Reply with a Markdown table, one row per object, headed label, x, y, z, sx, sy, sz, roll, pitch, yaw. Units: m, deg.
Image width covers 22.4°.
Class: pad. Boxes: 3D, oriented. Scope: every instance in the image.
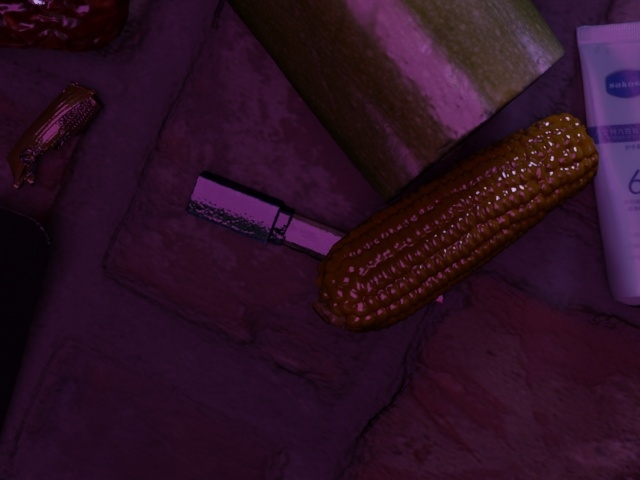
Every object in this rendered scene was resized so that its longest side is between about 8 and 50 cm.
| label | x | y | z | sx | sy | sz | roll | pitch | yaw |
| --- | --- | --- | --- | --- | --- | --- | --- | --- | --- |
| pad | -0.494 | 0.089 | 1.936 | 0.315 | 0.063 | 0.375 | 21 | 109 | 3 |

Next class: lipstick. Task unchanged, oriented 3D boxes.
| label | x | y | z | sx | sy | sz | roll | pitch | yaw |
| --- | --- | --- | --- | --- | --- | --- | --- | --- | --- |
| lipstick | 0.000 | 0.000 | 1.856 | 0.312 | 0.051 | 0.051 | 21 | 98 | 1 |

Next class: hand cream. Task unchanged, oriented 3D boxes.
| label | x | y | z | sx | sy | sz | roll | pitch | yaw |
| --- | --- | --- | --- | --- | --- | --- | --- | --- | --- |
| hand cream | 0.352 | -0.084 | 1.811 | 0.109 | 0.067 | 0.321 | -4 | 89 | 8 |

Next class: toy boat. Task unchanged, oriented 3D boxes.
| label | x | y | z | sx | sy | sz | roll | pitch | yaw |
| --- | --- | --- | --- | --- | --- | --- | --- | --- | --- |
| toy boat | -0.312 | -0.120 | 1.875 | 0.049 | 0.047 | 0.149 | 43 | 99 | 0 |

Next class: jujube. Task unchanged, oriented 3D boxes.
| label | x | y | z | sx | sy | sz | roll | pitch | yaw |
| --- | --- | --- | --- | --- | --- | --- | --- | --- | --- |
| jujube | -0.329 | -0.287 | 1.809 | 0.230 | 0.155 | 0.155 | 9 | 98 | -1 |

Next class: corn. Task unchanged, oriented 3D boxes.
| label | x | y | z | sx | sy | sz | roll | pitch | yaw |
| --- | --- | --- | --- | --- | --- | --- | --- | --- | --- |
| corn | 0.147 | -0.020 | 1.778 | 0.363 | 0.120 | 0.120 | -35 | 92 | -6 |

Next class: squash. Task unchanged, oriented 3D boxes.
| label | x | y | z | sx | sy | sz | roll | pitch | yaw |
| --- | --- | --- | --- | --- | --- | --- | --- | --- | --- |
| squash | 0.049 | -0.266 | 1.712 | 0.263 | 0.263 | 0.384 | -39 | 91 | 9 |
